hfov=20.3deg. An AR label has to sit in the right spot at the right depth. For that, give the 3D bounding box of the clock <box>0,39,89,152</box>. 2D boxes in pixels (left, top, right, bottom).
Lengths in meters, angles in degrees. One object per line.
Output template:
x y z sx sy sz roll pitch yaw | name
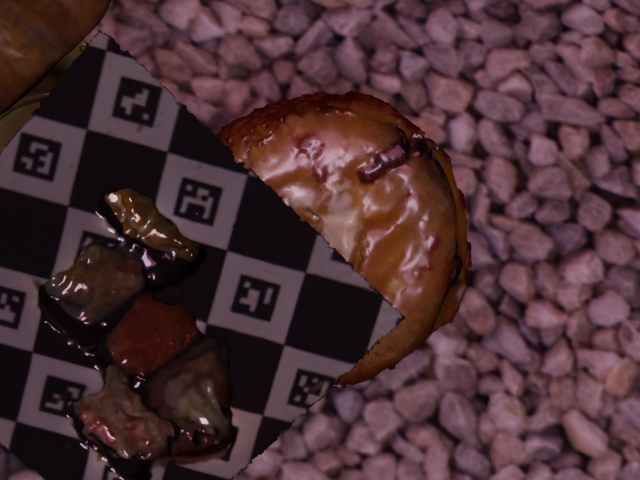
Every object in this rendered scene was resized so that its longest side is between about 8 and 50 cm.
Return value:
-0.209 -0.034 1.376 0.170 0.069 0.232 41 61 -2 | clock

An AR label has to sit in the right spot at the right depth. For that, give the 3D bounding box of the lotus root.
-0.272 -0.207 1.335 0.180 0.199 0.188 38 20 -32 | lotus root

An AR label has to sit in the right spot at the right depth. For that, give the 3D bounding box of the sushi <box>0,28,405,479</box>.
-0.137 0.042 1.288 0.292 0.294 0.059 41 17 -12 | sushi

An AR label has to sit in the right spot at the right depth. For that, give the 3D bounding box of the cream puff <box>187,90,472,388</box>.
0.000 -0.001 1.379 0.240 0.164 0.240 0 93 -3 | cream puff
